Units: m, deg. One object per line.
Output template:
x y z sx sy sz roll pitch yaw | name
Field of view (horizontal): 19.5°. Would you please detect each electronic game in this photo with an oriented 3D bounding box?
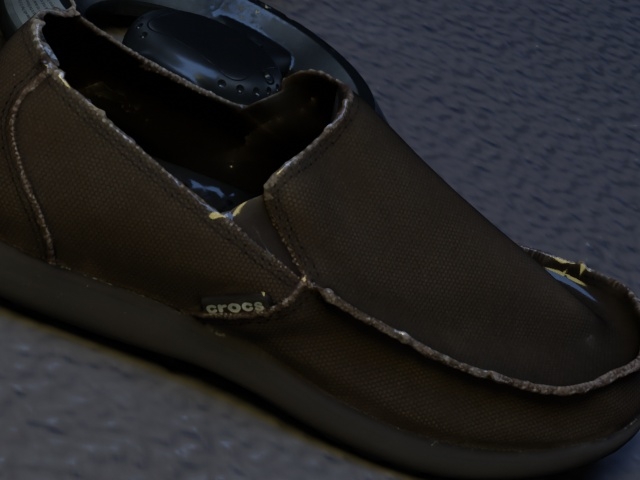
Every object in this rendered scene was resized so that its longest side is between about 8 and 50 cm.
-0.064 -0.090 1.006 0.229 0.048 0.229 23 24 -11 | electronic game

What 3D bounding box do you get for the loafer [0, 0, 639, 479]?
0.000 0.000 0.840 0.366 0.130 0.134 18 32 -14 | loafer
